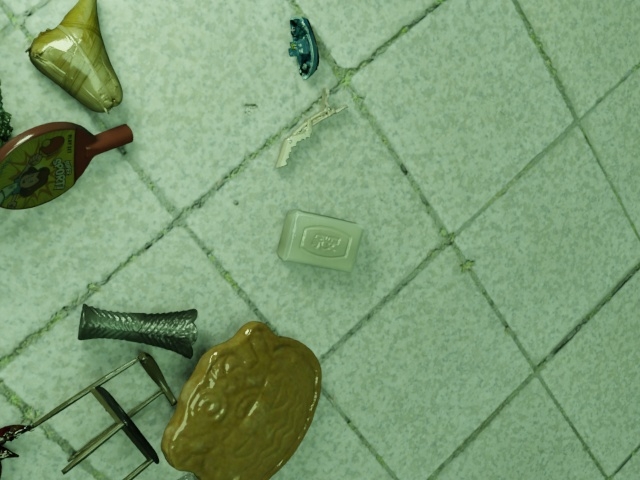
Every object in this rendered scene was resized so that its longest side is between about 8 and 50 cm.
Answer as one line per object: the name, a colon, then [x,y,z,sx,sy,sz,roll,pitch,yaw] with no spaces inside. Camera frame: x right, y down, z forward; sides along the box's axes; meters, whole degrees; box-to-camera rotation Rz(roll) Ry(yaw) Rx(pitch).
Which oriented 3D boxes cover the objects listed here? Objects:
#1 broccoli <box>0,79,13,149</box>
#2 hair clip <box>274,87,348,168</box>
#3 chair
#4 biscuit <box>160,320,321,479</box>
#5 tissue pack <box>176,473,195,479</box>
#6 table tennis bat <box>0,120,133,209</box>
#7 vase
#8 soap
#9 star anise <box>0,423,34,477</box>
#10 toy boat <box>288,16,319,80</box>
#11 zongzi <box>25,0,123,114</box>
broccoli: [-0.694,-0.210,1.296,0.246,0.248,0.288,24,101,11]
hair clip: [-0.037,-0.257,1.631,0.226,0.034,0.072,-44,109,-9]
chair: [-0.416,0.381,1.487,0.272,0.166,0.188,-39,138,-19]
biscuit: [-0.155,0.383,1.611,0.365,0.062,0.385,45,69,-37]
tissue pack: [-0.357,0.656,1.582,0.246,0.159,0.136,-23,106,-17]
table tennis bat: [-0.506,-0.160,1.391,0.310,0.200,0.038,-30,67,-35]
vase: [-0.388,0.186,1.519,0.238,0.115,0.115,9,95,-20]
soap: [0.000,0.000,1.674,0.183,0.064,0.121,11,97,-24]
star anise: [-0.698,0.446,1.456,0.212,0.053,0.157,5,94,-25]
toy boat: [-0.042,-0.426,1.584,0.061,0.060,0.137,-28,116,-37]
zongzi: [-0.444,-0.370,1.408,0.194,0.099,0.197,43,74,-23]
